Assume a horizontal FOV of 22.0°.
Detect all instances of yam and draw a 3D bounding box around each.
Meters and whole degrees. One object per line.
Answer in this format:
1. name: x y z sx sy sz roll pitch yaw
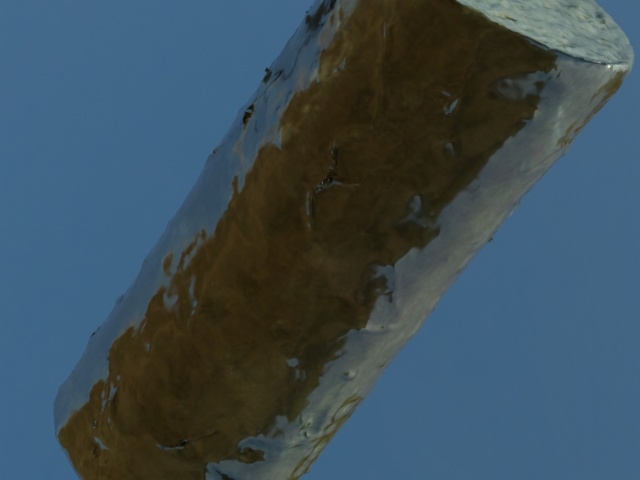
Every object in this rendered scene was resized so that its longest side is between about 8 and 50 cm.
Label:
1. yam: 0.000 0.000 0.390 0.068 0.068 0.169 47 -59 16
